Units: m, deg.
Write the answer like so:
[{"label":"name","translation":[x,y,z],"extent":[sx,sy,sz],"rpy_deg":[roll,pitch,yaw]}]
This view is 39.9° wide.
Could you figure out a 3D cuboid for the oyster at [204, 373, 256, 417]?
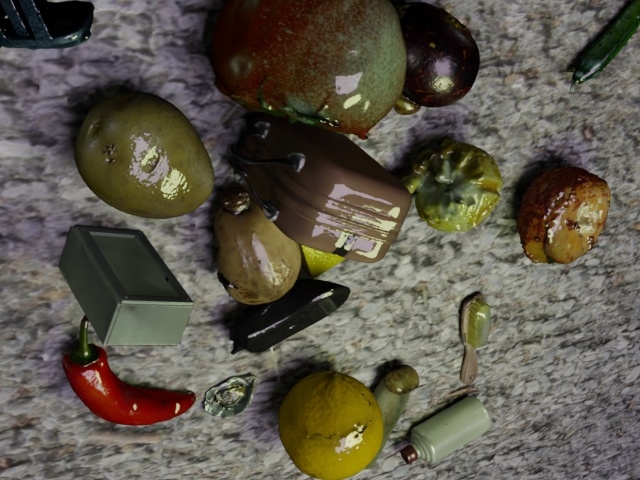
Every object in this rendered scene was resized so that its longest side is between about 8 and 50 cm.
[{"label":"oyster","translation":[-0.190,0.318,1.826],"extent":[0.100,0.037,0.098],"rpy_deg":[11,97,-18]}]

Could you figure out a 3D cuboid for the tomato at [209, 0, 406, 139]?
[{"label":"tomato","translation":[-0.012,-0.294,1.342],"extent":[0.303,0.303,0.239],"rpy_deg":[12,97,-41]}]

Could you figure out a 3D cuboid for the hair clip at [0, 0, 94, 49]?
[{"label":"hair clip","translation":[-0.444,-0.281,1.072],"extent":[0.310,0.206,0.195],"rpy_deg":[-25,127,-13]}]

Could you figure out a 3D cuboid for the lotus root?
[{"label":"lotus root","translation":[-0.118,0.024,1.578],"extent":[0.154,0.140,0.257],"rpy_deg":[-34,130,-19]}]

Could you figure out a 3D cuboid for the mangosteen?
[{"label":"mangosteen","translation":[0.162,-0.297,1.518],"extent":[0.217,0.192,0.192],"rpy_deg":[-45,138,21]}]

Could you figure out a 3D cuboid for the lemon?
[{"label":"lemon","translation":[0.026,0.401,1.897],"extent":[0.228,0.228,0.253],"rpy_deg":[-36,143,-8]}]

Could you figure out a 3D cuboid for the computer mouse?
[{"label":"computer mouse","translation":[-0.071,0.138,1.731],"extent":[0.264,0.088,0.147],"rpy_deg":[-31,159,-3]}]

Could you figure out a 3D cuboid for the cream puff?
[{"label":"cream puff","translation":[0.535,-0.056,1.977],"extent":[0.240,0.164,0.240],"rpy_deg":[-25,128,-37]}]

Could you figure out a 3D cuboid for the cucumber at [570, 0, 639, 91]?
[{"label":"cucumber","translation":[0.599,-0.406,1.841],"extent":[0.250,0.056,0.056],"rpy_deg":[-48,136,1]}]

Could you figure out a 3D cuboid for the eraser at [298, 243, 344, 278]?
[{"label":"eraser","translation":[0.000,0.000,1.712],"extent":[0.097,0.045,0.122],"rpy_deg":[-31,134,-12]}]

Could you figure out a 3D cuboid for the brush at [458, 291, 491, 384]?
[{"label":"brush","translation":[0.382,0.260,2.170],"extent":[0.072,0.067,0.313],"rpy_deg":[-24,134,-21]}]

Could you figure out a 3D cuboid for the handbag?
[{"label":"handbag","translation":[-0.027,-0.100,1.443],"extent":[0.283,0.302,0.149],"rpy_deg":[16,111,-36]}]

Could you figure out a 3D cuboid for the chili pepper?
[{"label":"chili pepper","translation":[-0.370,0.265,1.626],"extent":[0.137,0.091,0.368],"rpy_deg":[-57,145,-14]}]

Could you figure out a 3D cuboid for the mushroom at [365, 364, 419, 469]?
[{"label":"mushroom","translation":[0.140,0.423,2.106],"extent":[0.099,0.081,0.312],"rpy_deg":[4,123,-34]}]

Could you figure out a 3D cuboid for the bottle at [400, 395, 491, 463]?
[{"label":"bottle","translation":[0.314,0.497,2.263],"extent":[0.245,0.104,0.104],"rpy_deg":[-25,133,-19]}]

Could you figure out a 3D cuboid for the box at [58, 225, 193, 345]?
[{"label":"box","translation":[-0.313,0.070,1.406],"extent":[0.129,0.225,0.086],"rpy_deg":[6,117,-39]}]

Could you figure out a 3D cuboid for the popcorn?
[{"label":"popcorn","translation":[0.244,-0.107,1.727],"extent":[0.212,0.198,0.198],"rpy_deg":[18,114,-6]}]

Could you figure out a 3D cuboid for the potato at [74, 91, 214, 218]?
[{"label":"potato","translation":[-0.259,-0.121,1.359],"extent":[0.174,0.159,0.251],"rpy_deg":[-29,148,18]}]
